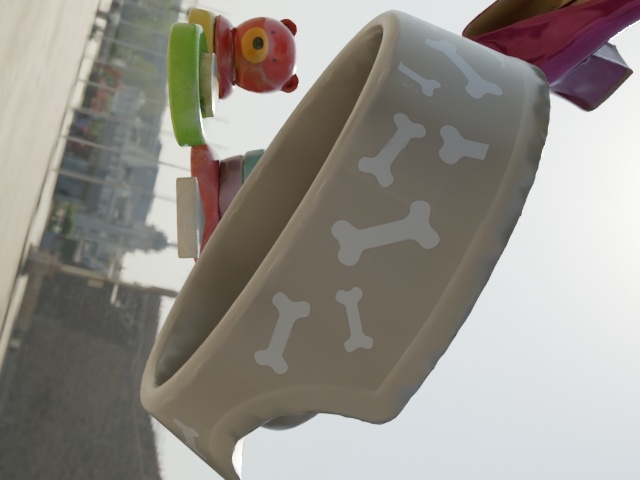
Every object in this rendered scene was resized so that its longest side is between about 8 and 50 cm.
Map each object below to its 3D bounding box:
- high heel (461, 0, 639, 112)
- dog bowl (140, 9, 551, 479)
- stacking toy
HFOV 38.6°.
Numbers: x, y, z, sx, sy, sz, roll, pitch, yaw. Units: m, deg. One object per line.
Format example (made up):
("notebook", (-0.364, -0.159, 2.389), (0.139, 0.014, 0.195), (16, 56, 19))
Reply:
("high heel", (0.312, -0.302, 0.910), (0.377, 0.181, 0.127), (-57, -151, 25))
("dog bowl", (0.000, 0.000, 0.615), (0.349, 0.102, 0.349), (-54, -167, 19))
("stacking toy", (-0.088, -0.119, 1.053), (0.279, 0.130, 0.309), (-95, -177, -81))
